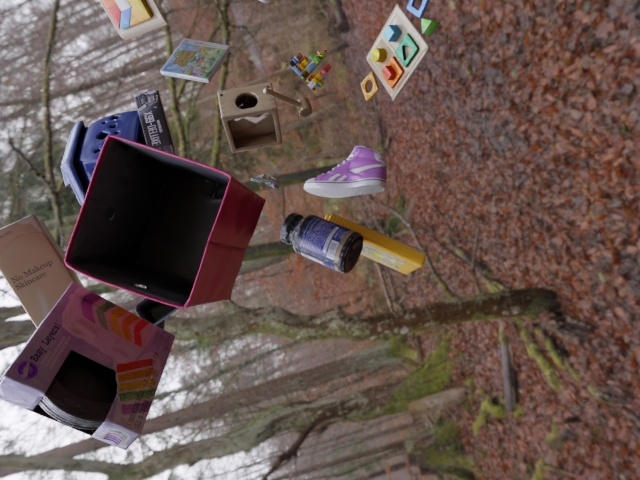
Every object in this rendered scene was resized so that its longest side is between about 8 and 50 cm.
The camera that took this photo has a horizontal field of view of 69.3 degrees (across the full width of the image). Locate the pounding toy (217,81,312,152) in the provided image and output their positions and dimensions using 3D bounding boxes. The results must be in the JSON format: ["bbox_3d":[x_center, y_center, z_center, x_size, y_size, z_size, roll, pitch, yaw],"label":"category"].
[{"bbox_3d":[-0.127,-0.313,1.078,0.181,0.205,0.094,87,171,-63],"label":"pounding toy"}]

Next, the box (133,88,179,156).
[{"bbox_3d":[-0.498,-0.286,1.479,0.307,0.076,0.243,112,140,-71],"label":"box"}]

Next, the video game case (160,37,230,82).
[{"bbox_3d":[-0.468,-0.680,1.742,0.023,0.193,0.213,89,-164,-56],"label":"video game case"}]

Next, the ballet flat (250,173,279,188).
[{"bbox_3d":[-0.192,-0.214,1.636,0.041,0.114,0.041,-53,-26,-40],"label":"ballet flat"}]

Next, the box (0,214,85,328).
[{"bbox_3d":[-0.765,0.099,1.276,0.311,0.148,0.121,60,160,-8],"label":"box"}]

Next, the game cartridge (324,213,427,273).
[{"bbox_3d":[0.159,0.016,1.491,0.285,0.323,0.053,81,-149,-81],"label":"game cartridge"}]

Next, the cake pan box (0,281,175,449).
[{"bbox_3d":[-0.426,0.232,0.878,0.245,0.070,0.267,34,-155,-18],"label":"cake pan box"}]

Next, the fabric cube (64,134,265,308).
[{"bbox_3d":[-0.293,-0.027,0.940,0.258,0.254,0.259,35,-107,-83],"label":"fabric cube"}]

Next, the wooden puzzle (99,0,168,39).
[{"bbox_3d":[-0.684,-0.839,1.623,0.239,0.220,0.044,61,-146,-39],"label":"wooden puzzle"}]

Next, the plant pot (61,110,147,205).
[{"bbox_3d":[-0.648,-0.234,1.429,0.236,0.212,0.236,95,167,-50],"label":"plant pot"}]

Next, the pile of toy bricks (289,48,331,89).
[{"bbox_3d":[-0.017,-0.519,1.367,0.118,0.105,0.212,44,-166,-12],"label":"pile of toy bricks"}]

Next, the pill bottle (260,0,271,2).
[{"bbox_3d":[-0.106,-0.887,1.477,0.153,0.264,0.153,21,-116,-53],"label":"pill bottle"}]

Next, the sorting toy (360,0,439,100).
[{"bbox_3d":[0.199,-0.520,1.286,0.348,0.047,0.196,-53,53,49],"label":"sorting toy"}]

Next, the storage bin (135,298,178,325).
[{"bbox_3d":[-0.481,0.195,1.411,0.098,0.135,0.091,53,166,6],"label":"storage bin"}]

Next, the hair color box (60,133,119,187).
[{"bbox_3d":[-0.890,-0.334,1.930,0.174,0.347,0.105,9,-125,-63],"label":"hair color box"}]

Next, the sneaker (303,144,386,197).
[{"bbox_3d":[0.082,-0.232,1.548,0.102,0.281,0.161,39,-130,-69],"label":"sneaker"}]

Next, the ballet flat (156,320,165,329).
[{"bbox_3d":[-0.670,0.412,1.773,0.096,0.095,0.281,32,-123,-50],"label":"ballet flat"}]

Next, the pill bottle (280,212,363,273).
[{"bbox_3d":[0.000,0.000,1.311,0.219,0.123,0.123,23,164,23],"label":"pill bottle"}]
